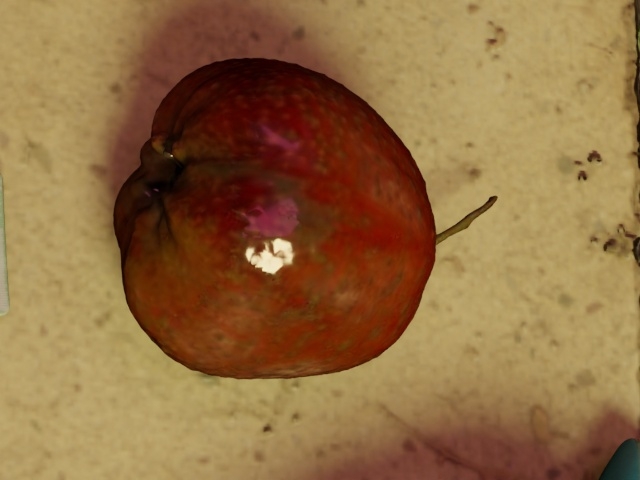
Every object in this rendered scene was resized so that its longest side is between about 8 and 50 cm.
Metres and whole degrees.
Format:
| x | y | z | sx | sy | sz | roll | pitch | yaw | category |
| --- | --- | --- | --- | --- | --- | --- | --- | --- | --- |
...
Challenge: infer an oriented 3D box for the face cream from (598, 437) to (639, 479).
| x | y | z | sx | sy | sz | roll | pitch | yaw | category |
| --- | --- | --- | --- | --- | --- | --- | --- | --- | --- |
| 0.250 | 0.236 | 0.775 | 0.285 | 0.067 | 0.139 | 34 | 67 | -4 | face cream |

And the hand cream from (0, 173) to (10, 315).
| x | y | z | sx | sy | sz | roll | pitch | yaw | category |
| --- | --- | --- | --- | --- | --- | --- | --- | --- | --- |
| -0.257 | 0.003 | 0.717 | 0.205 | 0.050 | 0.078 | -2 | 74 | -20 | hand cream |

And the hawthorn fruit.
| x | y | z | sx | sy | sz | roll | pitch | yaw | category |
| --- | --- | --- | --- | --- | --- | --- | --- | --- | --- |
| 0.000 | 0.000 | 0.749 | 0.203 | 0.162 | 0.162 | 22 | 68 | -28 | hawthorn fruit |
